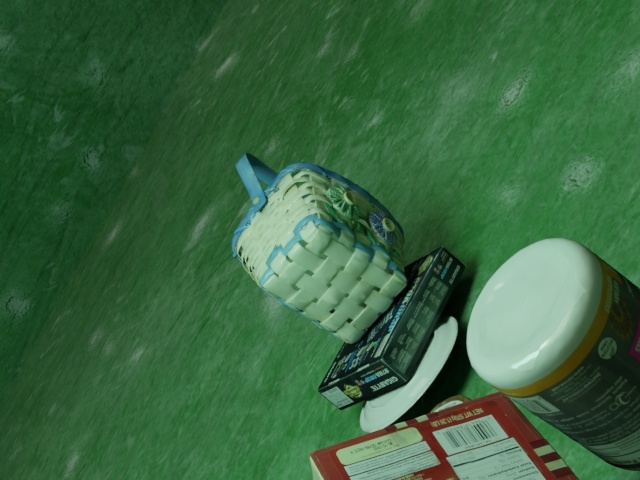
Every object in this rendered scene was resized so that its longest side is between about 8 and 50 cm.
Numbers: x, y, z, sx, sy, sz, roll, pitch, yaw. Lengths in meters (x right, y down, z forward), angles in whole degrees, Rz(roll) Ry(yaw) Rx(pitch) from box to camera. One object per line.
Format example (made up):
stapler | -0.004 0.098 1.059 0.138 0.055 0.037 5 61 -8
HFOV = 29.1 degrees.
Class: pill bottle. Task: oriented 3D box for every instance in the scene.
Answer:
pill bottle | 0.291 0.130 1.216 0.162 0.278 0.162 -41 29 29

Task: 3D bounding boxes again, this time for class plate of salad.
plate of salad | 0.127 0.189 1.700 0.200 0.048 0.200 -47 11 12

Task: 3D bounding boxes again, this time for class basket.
basket | 0.000 0.000 1.797 0.201 0.255 0.289 -52 29 11

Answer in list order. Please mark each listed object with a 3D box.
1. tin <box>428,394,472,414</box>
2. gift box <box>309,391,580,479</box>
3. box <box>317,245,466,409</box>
tin | 0.160 0.281 1.551 0.106 0.040 0.189 -36 31 43
gift box | 0.139 0.323 1.219 0.255 0.258 0.276 -13 30 -11
box | 0.100 0.124 1.752 0.175 0.051 0.220 -34 20 53
